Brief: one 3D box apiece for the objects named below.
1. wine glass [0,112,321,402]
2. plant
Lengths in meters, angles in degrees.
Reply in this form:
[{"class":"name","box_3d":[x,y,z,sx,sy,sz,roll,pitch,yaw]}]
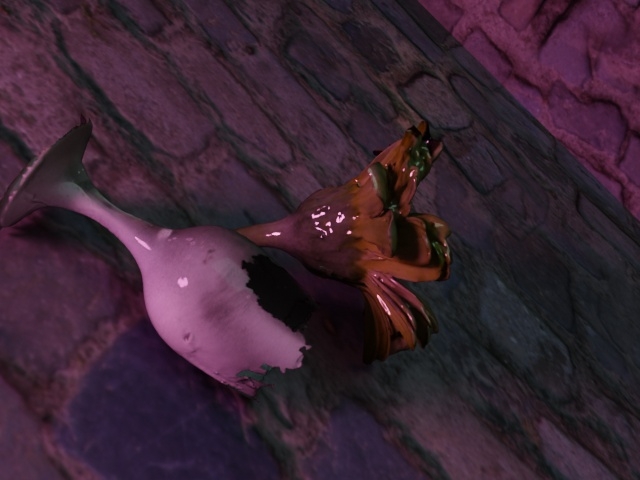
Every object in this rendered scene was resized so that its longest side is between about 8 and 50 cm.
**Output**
[{"class":"wine glass","box_3d":[-0.150,0.023,0.709,0.321,0.143,0.143,36,33,-9]},{"class":"plant","box_3d":[0.038,-0.024,0.850,0.297,0.306,0.261,19,53,22]}]
